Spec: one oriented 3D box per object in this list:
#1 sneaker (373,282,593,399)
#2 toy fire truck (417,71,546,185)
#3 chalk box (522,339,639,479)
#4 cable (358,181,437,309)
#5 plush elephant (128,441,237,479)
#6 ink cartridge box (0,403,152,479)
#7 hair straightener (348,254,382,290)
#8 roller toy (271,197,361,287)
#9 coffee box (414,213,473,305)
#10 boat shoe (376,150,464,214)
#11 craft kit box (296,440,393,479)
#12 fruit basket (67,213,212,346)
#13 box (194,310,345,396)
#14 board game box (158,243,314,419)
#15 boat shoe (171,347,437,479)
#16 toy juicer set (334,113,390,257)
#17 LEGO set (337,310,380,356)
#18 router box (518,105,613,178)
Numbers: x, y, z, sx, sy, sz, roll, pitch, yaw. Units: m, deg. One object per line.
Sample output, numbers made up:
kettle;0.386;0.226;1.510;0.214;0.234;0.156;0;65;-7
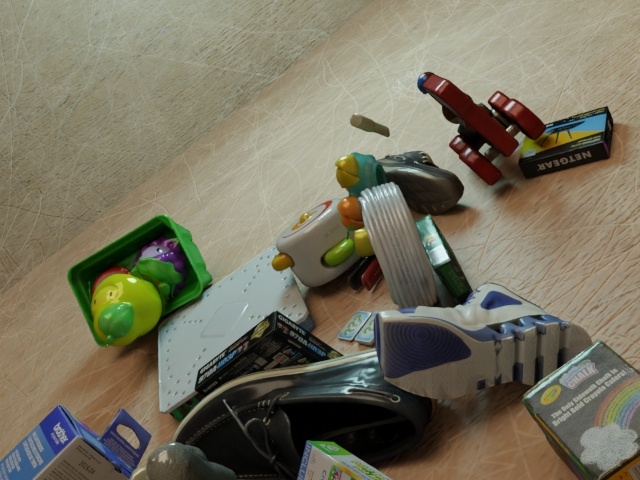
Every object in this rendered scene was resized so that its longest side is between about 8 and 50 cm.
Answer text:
sneaker;0.234;0.148;1.066;0.315;0.128;0.182;1;14;-4
toy fire truck;0.326;-0.277;1.498;0.169;0.254;0.302;-48;14;14
chalk box;0.353;0.229;0.848;0.132;0.132;0.213;-36;26;2
cable;0.149;0.017;1.290;0.089;0.257;0.257;-20;23;5
plush elephant;-0.208;0.448;0.988;0.255;0.330;0.272;-25;73;13
ink cartridge box;-0.464;0.491;1.225;0.395;0.270;0.151;-44;33;-16
hair straightener;0.122;0.024;1.536;0.089;0.047;0.230;-6;39;44
roller toy;0.000;0.000;1.571;0.209;0.146;0.191;-28;14;35
coffee box;0.237;0.036;1.313;0.040;0.113;0.184;-31;26;11
boat shoe;0.217;-0.158;1.628;0.130;0.132;0.355;-45;29;-17
craft kit box;0.037;0.415;0.864;0.246;0.061;0.250;12;88;59
fruit basket;-0.502;0.127;1.810;0.392;0.283;0.392;-26;-7;-3
box;-0.088;0.238;1.214;0.220;0.175;0.051;-40;28;27
board game box;-0.216;0.204;1.641;0.390;0.050;0.390;-35;27;3
boat shoe;-0.044;0.313;1.123;0.500;0.187;0.156;-20;23;19
toy juicer set;0.076;-0.144;1.474;0.089;0.209;0.329;-9;65;28
LEGO set;0.046;0.219;1.308;0.244;0.060;0.182;-49;26;-24
router box;0.518;-0.206;1.445;0.178;0.046;0.133;-14;35;37
